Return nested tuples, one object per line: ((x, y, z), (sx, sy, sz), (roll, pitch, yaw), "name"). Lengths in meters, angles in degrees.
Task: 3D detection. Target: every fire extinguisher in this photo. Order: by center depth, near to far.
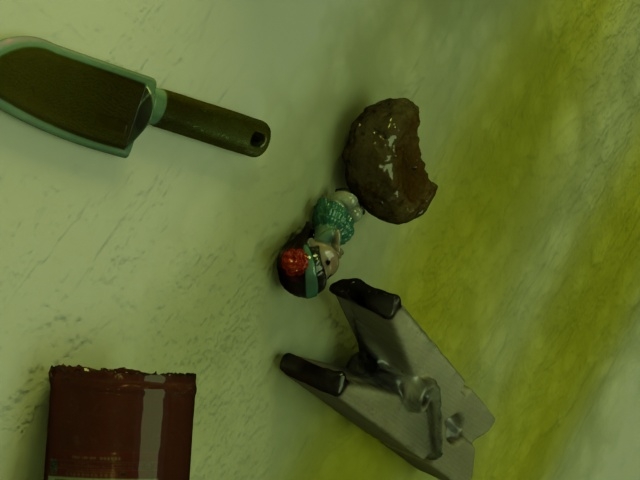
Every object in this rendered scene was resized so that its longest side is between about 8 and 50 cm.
((-0.160, 0.254, 1.207), (0.147, 0.106, 0.337), (11, 81, -55), "fire extinguisher")

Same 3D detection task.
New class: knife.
((-0.134, -0.088, 1.237), (0.343, 0.027, 0.061), (16, 94, -58), "knife")

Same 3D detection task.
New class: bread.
((0.054, -0.064, 1.506), (0.082, 0.060, 0.113), (-45, 135, -40), "bread")

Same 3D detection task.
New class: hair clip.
((0.076, 0.140, 1.598), (0.101, 0.085, 0.331), (-65, 148, -13), "hair clip")

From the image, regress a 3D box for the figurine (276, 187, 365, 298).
((0.000, 0.000, 1.461), (0.106, 0.047, 0.060), (-57, 160, -33), "figurine")
